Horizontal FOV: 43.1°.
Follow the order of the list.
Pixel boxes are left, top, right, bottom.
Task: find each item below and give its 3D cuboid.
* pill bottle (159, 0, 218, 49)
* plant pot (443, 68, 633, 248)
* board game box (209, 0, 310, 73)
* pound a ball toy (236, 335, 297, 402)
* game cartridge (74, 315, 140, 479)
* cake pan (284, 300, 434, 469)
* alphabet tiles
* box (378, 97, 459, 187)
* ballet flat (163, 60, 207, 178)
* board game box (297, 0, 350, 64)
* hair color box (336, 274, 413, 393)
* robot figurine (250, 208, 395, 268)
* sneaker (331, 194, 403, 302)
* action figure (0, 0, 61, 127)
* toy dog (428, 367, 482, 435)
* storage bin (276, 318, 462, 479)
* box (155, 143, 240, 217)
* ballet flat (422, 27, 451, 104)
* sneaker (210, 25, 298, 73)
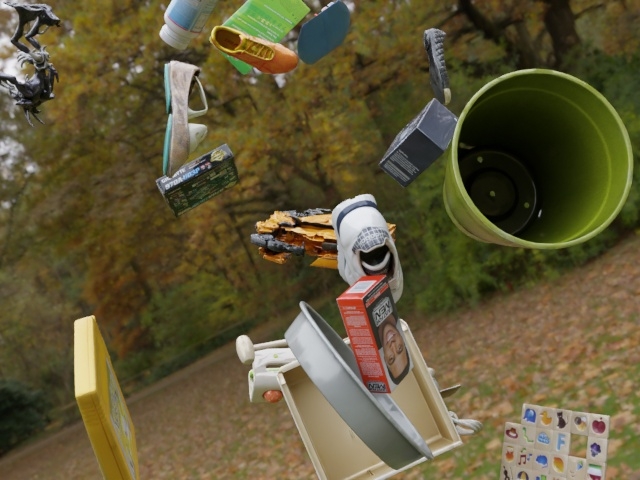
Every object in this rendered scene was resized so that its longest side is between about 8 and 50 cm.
[{"bbox_3d":[-0.285,-0.500,1.768,0.160,0.087,0.087,-52,-15,28],"label":"pill bottle"},{"bbox_3d":[0.423,-0.134,1.766,0.367,0.366,0.353,-25,-7,-9],"label":"plant pot"},{"bbox_3d":[-0.151,-0.527,1.994,0.259,0.124,0.039,-50,11,-23],"label":"board game box"},{"bbox_3d":[-0.073,0.360,2.198,0.320,0.135,0.208,0,-37,-12],"label":"pound a ball toy"},{"bbox_3d":[-0.420,0.341,1.604,0.053,0.323,0.285,-13,30,-10],"label":"game cartridge"},{"bbox_3d":[0.049,0.215,1.173,0.054,0.293,0.293,-41,-2,0],"label":"cake pan"},{"bbox_3d":[0.419,0.405,1.476,0.009,0.198,0.237,14,-11,-31],"label":"alphabet tiles"},{"bbox_3d":[0.242,-0.238,1.977,0.158,0.093,0.156,-43,10,42],"label":"box"},{"bbox_3d":[-0.329,-0.300,1.985,0.106,0.315,0.107,2,-17,-14],"label":"ballet flat"},{"bbox_3d":[-0.001,-0.503,1.948,0.169,0.033,0.133,-39,-29,-17],"label":"board game box"},{"bbox_3d":[0.074,0.124,1.077,0.043,0.141,0.072,-4,22,36],"label":"hair color box"},{"bbox_3d":[0.000,0.000,1.702,0.291,0.085,0.211,6,23,18],"label":"robot figurine"},{"bbox_3d":[0.077,0.040,1.157,0.090,0.094,0.235,-29,-38,-2],"label":"sneaker"},{"bbox_3d":[-0.682,-0.408,1.874,0.141,0.275,0.164,17,21,12],"label":"action figure"},{"bbox_3d":[0.254,0.375,1.970,0.334,0.220,0.160,-44,20,61],"label":"toy dog"},{"bbox_3d":[0.083,0.312,1.531,0.262,0.260,0.123,-23,-7,-6],"label":"storage bin"},{"bbox_3d":[-0.337,-0.165,2.272,0.220,0.051,0.175,-30,-18,-9],"label":"box"},{"bbox_3d":[0.245,-0.354,1.637,0.049,0.173,0.057,-3,-18,-14],"label":"ballet flat"},{"bbox_3d":[-0.129,-0.361,1.554,0.175,0.064,0.067,16,7,-2],"label":"sneaker"}]
